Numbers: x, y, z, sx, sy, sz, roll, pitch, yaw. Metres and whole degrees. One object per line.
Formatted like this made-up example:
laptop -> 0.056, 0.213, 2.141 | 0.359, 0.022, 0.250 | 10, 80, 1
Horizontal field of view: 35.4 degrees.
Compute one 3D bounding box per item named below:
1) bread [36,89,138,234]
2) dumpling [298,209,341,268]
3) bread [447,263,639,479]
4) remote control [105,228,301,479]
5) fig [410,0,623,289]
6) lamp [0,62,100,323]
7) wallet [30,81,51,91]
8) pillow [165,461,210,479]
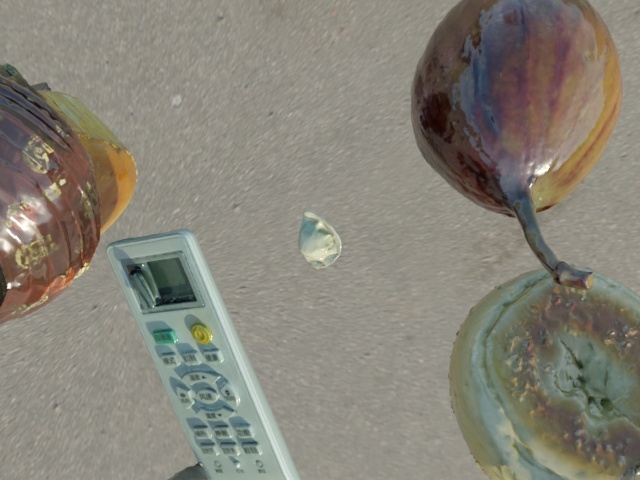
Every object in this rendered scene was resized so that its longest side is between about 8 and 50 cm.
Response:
bread -> -0.307, -0.060, 1.029 | 0.133, 0.250, 0.179 | 45, 110, 22
dumpling -> 0.001, 0.000, 1.279 | 0.043, 0.059, 0.077 | -5, 103, -55
bread -> 0.282, 0.179, 1.114 | 0.306, 0.159, 0.305 | 6, 61, -11
remote control -> -0.102, 0.122, 0.942 | 0.051, 0.103, 0.293 | -46, 120, -50
fig -> 0.131, -0.080, 0.711 | 0.148, 0.149, 0.202 | 21, 83, -6
lamp -> -0.291, -0.035, 0.787 | 0.247, 0.247, 0.247 | 1, 87, -11
wallet -> -0.462, -0.177, 1.491 | 0.018, 0.082, 0.156 | 50, 59, -28
pillow -> -0.093, 0.321, 0.858 | 0.173, 0.067, 0.270 | -39, 103, -52
